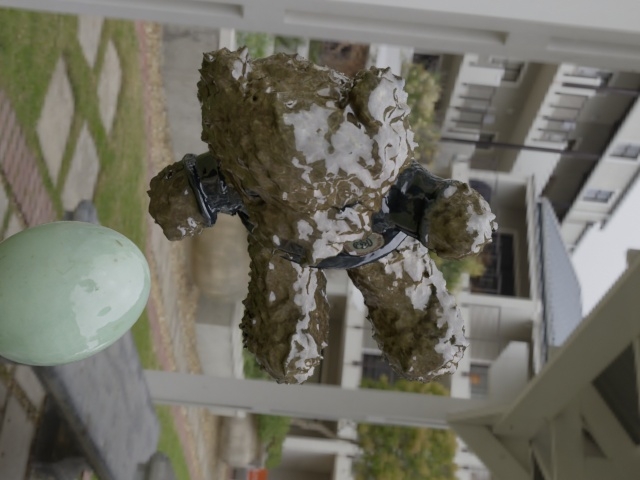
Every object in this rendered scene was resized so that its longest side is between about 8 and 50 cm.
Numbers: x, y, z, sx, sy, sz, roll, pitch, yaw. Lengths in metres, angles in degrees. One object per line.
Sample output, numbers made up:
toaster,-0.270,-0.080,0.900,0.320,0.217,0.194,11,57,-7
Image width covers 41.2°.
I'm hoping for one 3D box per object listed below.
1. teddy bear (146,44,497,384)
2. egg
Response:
teddy bear,-0.001,-0.016,0.471,0.251,0.181,0.129,79,6,-56
egg,-0.274,0.055,0.896,0.149,0.192,0.149,-12,90,-87
